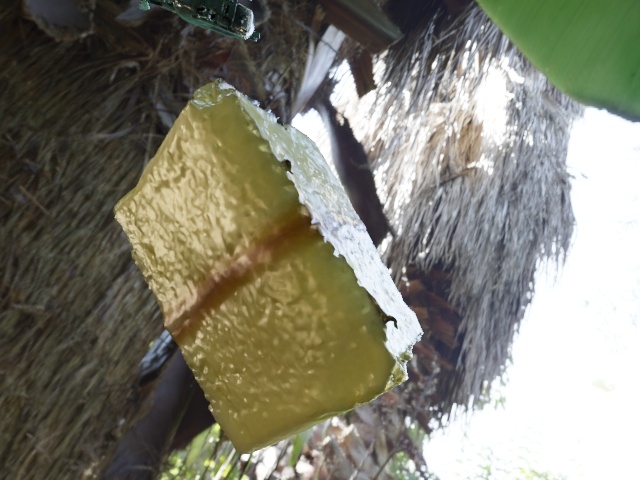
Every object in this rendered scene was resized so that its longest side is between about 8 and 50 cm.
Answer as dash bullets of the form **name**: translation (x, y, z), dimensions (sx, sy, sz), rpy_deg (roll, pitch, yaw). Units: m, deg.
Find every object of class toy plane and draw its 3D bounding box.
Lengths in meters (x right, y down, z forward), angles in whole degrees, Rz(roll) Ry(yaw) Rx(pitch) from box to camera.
- **toy plane**: translation (-0.185, -0.343, 0.848), dimensions (0.235, 0.060, 0.096), rpy_deg (12, 2, -29)

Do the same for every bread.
- **bread**: translation (0.000, 0.000, 0.511), dimensions (0.198, 0.236, 0.263), rpy_deg (-33, -97, 41)
